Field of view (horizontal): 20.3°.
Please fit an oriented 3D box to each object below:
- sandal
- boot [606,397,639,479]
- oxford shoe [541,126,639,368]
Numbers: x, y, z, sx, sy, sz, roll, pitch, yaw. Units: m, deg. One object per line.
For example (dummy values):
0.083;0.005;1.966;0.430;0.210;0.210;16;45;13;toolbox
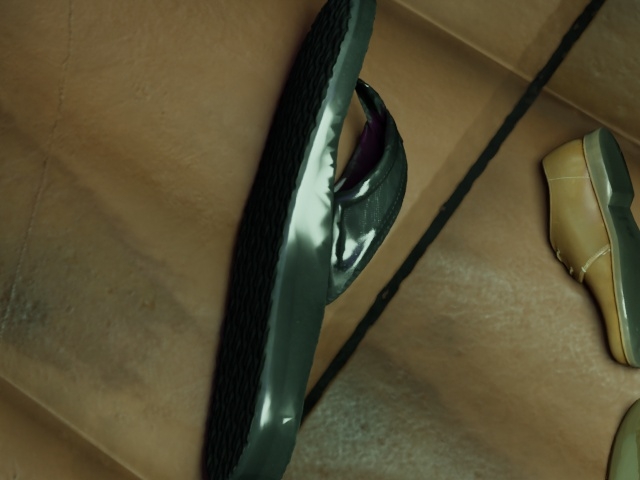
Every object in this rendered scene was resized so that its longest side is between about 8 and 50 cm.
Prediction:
-0.001;0.002;1.526;0.107;0.167;0.446;16;78;-19;sandal
0.348;0.271;1.438;0.211;0.104;0.295;9;52;-14;boot
0.241;0.014;1.549;0.076;0.076;0.212;-20;70;27;oxford shoe
